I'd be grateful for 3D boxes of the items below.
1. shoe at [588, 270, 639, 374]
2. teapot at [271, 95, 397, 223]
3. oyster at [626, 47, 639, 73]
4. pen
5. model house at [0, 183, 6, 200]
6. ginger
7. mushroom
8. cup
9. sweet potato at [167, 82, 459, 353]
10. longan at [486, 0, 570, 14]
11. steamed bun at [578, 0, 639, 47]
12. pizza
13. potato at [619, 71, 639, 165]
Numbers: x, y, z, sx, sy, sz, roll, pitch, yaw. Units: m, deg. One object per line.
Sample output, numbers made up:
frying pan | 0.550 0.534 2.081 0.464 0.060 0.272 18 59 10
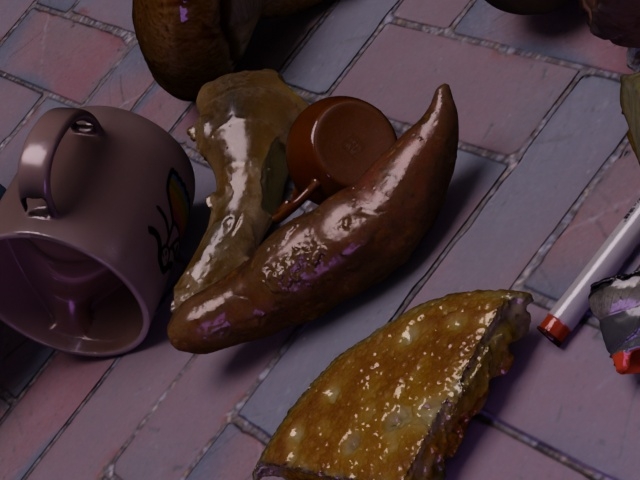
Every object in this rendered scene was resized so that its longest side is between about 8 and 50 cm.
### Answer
shoe | 0.293 0.053 1.390 0.194 0.074 0.077 -12 80 32
teapot | 0.011 -0.076 1.799 0.173 0.116 0.116 -48 31 -23
oyster | 0.305 -0.203 1.663 0.098 0.037 0.100 -33 35 18
pen | 0.249 -0.005 1.523 0.218 0.026 0.026 -51 33 -8
model house | -0.506 -0.031 2.041 0.343 0.334 0.382 -58 22 24
ginger | -0.091 -0.056 1.898 0.131 0.086 0.295 14 64 7
mushroom | -0.111 -0.272 2.076 0.254 0.267 0.267 29 75 21
cup | -0.240 -0.037 1.902 0.191 0.253 0.200 5 51 19
sweet potato | 0.011 0.009 1.715 0.354 0.095 0.106 -40 78 12
longan | 0.207 -0.302 1.768 0.167 0.167 0.187 15 69 53
steamed bun | 0.301 -0.325 1.557 0.199 0.251 0.301 -3 72 8
pizza | 0.066 0.147 1.537 0.292 0.058 0.197 -37 35 17
potato | 0.301 -0.041 1.299 0.269 0.112 0.255 2 17 28
